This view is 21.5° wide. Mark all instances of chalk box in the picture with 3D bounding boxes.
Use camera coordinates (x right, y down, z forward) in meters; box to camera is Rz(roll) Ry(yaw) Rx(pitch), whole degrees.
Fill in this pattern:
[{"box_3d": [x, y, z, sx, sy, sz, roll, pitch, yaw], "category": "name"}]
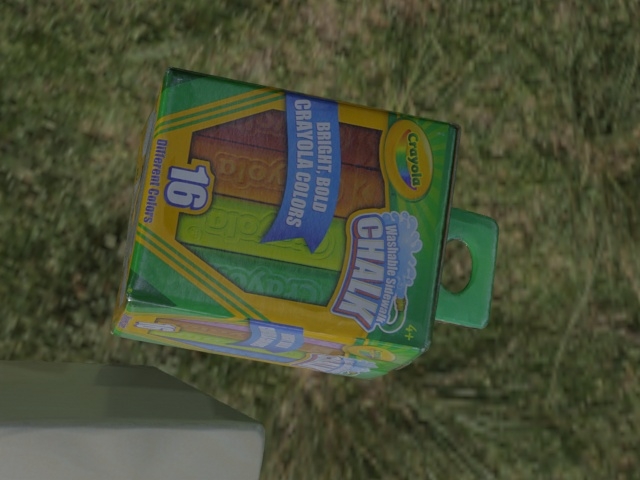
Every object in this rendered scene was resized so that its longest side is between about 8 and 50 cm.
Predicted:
[{"box_3d": [0.000, 0.000, 0.949, 0.213, 0.132, 0.132, 9, 167, -9], "category": "chalk box"}]

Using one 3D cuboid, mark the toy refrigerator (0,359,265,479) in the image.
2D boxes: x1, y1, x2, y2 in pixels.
[{"box_3d": [-0.160, 0.095, 0.553, 0.269, 0.094, 0.102, 4, 99, -37], "category": "toy refrigerator"}]
